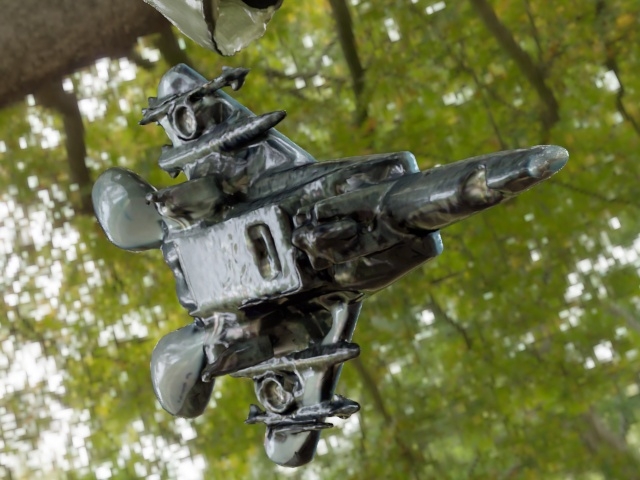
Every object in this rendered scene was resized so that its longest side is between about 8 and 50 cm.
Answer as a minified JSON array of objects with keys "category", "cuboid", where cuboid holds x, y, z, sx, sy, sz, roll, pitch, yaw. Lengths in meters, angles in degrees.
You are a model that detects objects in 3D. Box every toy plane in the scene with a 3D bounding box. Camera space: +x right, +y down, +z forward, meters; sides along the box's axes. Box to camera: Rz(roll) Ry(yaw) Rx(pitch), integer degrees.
[{"category":"toy plane","cuboid":[-0.006,0.002,0.463,0.078,0.169,0.246,-17,0,-30]}]

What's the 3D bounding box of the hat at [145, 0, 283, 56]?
[{"category":"hat","cuboid":[-0.054,-0.107,0.350,0.081,0.122,0.166,-3,13,3]}]
